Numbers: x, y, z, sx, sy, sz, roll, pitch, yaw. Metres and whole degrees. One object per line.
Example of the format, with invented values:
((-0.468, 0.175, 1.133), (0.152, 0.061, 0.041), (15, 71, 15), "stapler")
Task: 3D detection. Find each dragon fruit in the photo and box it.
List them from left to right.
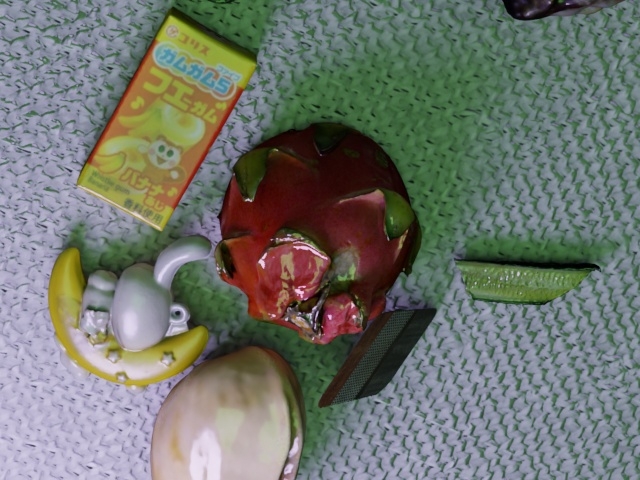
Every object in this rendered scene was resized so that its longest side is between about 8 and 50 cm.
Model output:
((0.000, 0.000, 1.923), (0.306, 0.226, 0.305), (-1, 108, -2), "dragon fruit")

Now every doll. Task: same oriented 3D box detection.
((-0.270, 0.103, 1.996), (0.237, 0.111, 0.252), (5, 109, 10), "doll")

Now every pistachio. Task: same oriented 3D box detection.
((-0.123, 0.290, 1.999), (0.230, 0.230, 0.308), (7, 105, -7), "pistachio")

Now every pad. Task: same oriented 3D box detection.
((0.146, 0.117, 1.958), (0.323, 0.250, 0.055), (-38, 74, 20), "pad")

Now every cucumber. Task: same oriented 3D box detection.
((0.300, 0.059, 2.059), (0.220, 0.046, 0.070), (3, 109, -4), "cucumber")

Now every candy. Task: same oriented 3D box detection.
((-0.211, -0.166, 1.925), (0.146, 0.088, 0.276), (30, 102, -11), "candy")

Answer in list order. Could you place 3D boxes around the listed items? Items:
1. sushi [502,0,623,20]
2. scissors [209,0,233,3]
((0.330, -0.444, 1.783), (0.300, 0.281, 0.294), (-26, 108, -11), "sushi")
((-0.185, -0.423, 1.816), (0.109, 0.022, 0.300), (-27, 131, 21), "scissors")
